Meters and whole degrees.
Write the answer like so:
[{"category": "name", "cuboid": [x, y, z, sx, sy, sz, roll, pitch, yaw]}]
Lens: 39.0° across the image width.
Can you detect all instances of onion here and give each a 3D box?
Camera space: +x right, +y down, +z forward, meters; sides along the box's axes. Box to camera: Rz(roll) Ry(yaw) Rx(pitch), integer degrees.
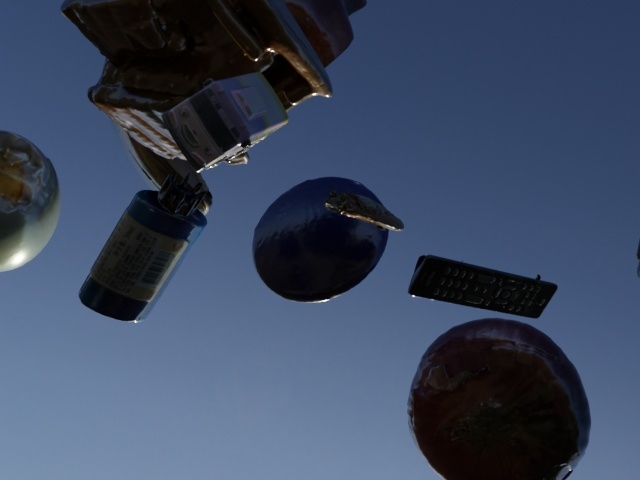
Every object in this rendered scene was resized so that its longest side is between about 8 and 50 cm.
[{"category": "onion", "cuboid": [0.341, 0.312, 1.716, 0.348, 0.285, 0.347, 2, -84, 17]}]

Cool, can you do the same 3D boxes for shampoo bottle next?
[{"category": "shampoo bottle", "cuboid": [-0.187, 0.007, 0.985, 0.087, 0.050, 0.183, 21, -64, -31]}]

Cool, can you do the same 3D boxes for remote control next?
[{"category": "remote control", "cuboid": [0.098, 0.026, 0.546, 0.091, 0.016, 0.034, 13, -58, -18]}]

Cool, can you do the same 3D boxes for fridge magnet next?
[{"category": "fridge magnet", "cuboid": [0.000, 0.000, 1.675, 0.266, 0.265, 0.112, 8, -27, 28]}]

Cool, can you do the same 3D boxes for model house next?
[{"category": "model house", "cuboid": [-0.142, -0.195, 0.915, 0.229, 0.219, 0.199, -38, -35, 15]}]

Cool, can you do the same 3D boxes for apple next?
[{"category": "apple", "cuboid": [-0.101, -0.296, 1.393, 0.365, 0.329, 0.295, -25, -104, 30]}]

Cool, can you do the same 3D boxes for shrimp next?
[{"category": "shrimp", "cuboid": [0.070, -0.051, 1.476, 0.091, 0.184, 0.043, 40, -72, 46]}]

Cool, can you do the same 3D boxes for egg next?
[{"category": "egg", "cuboid": [-0.455, -0.045, 1.239, 0.183, 0.183, 0.217, 45, -44, -8]}]

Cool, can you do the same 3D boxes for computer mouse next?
[{"category": "computer mouse", "cuboid": [-0.292, -0.165, 1.541, 0.310, 0.072, 0.158, 58, -22, -1]}]

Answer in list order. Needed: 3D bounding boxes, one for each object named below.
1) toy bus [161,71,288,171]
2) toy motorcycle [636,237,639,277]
[{"category": "toy bus", "cuboid": [-0.063, -0.086, 0.638, 0.058, 0.102, 0.052, -31, -85, 19]}, {"category": "toy motorcycle", "cuboid": [0.515, -0.039, 1.306, 0.082, 0.122, 0.213, 24, -84, 16]}]
